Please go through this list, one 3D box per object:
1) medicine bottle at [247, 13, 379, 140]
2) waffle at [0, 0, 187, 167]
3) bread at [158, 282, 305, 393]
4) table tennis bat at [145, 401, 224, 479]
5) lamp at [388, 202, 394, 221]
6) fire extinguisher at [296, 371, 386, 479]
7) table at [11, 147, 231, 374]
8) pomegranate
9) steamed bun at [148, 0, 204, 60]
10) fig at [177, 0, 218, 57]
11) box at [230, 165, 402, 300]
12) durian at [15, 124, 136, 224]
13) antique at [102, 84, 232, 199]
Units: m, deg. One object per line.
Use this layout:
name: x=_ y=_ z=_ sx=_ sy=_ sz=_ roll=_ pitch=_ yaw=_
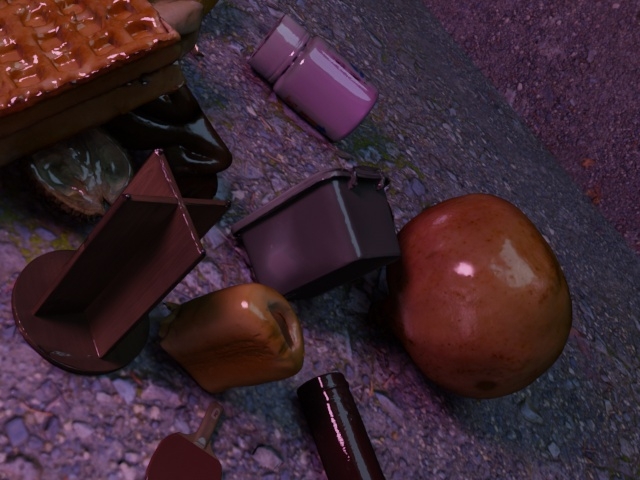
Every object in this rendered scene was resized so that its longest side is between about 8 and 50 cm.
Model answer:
medicine bottle: x=-0.015 y=-0.337 z=1.406 sx=0.255 sy=0.152 sz=0.152 roll=39 pitch=34 yaw=-15
waffle: x=-0.339 y=-0.205 z=0.785 sx=0.308 sy=0.091 sz=0.213 roll=-30 pitch=61 yaw=-21
bread: x=-0.102 y=0.112 z=0.817 sx=0.134 sy=0.173 sz=0.085 roll=55 pitch=37 yaw=-26
table tennis bat: x=-0.147 y=0.249 z=0.779 sx=0.087 sy=0.013 sz=0.156 roll=38 pitch=36 yaw=-12
lamp: x=0.052 y=-0.019 z=1.179 sx=0.135 sy=0.156 sz=0.157 roll=17 pitch=-12 yaw=20
fire extinguisher: x=0.048 y=0.311 z=0.892 sx=0.089 sy=0.072 sz=0.267 roll=65 pitch=2 yaw=-63
table: x=-0.210 y=0.021 z=0.742 sx=0.167 sy=0.227 sz=0.167 roll=31 pitch=36 yaw=-26
pomegranate: x=0.235 y=0.096 z=1.129 sx=0.338 sy=0.338 sz=0.338 roll=30 pitch=37 yaw=-26
steamed bun: x=-0.362 y=-0.397 z=1.005 sx=0.372 sy=0.230 sz=0.324 roll=41 pitch=30 yaw=-7
fig: x=-0.250 y=-0.473 z=1.312 sx=0.159 sy=0.159 sz=0.256 roll=4 pitch=73 yaw=-47
box: x=0.000 y=0.000 z=1.011 sx=0.163 sy=0.243 sz=0.134 roll=0 pitch=67 yaw=-51
durian: x=-0.324 y=-0.105 z=0.859 sx=0.148 sy=0.091 sz=0.188 roll=-16 pitch=90 yaw=-47
antique: x=-0.233 y=-0.156 z=0.955 sx=0.256 sy=0.143 sz=0.121 roll=56 pitch=-11 yaw=-33
